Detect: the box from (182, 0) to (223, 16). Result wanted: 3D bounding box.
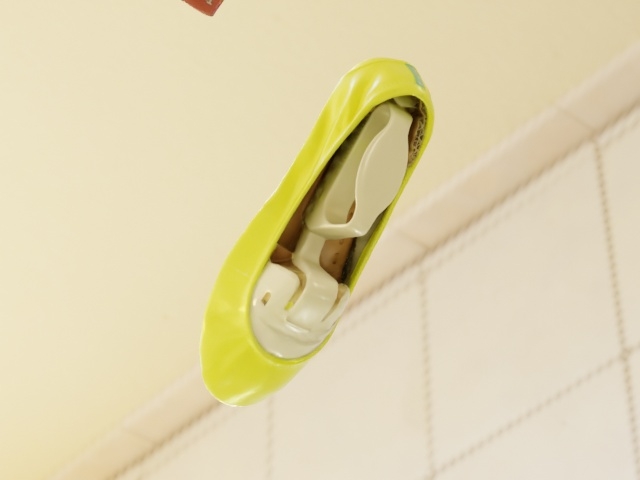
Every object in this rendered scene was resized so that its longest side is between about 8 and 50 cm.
[{"bbox_3d":[-0.119,-0.247,0.940,0.123,0.257,0.128,-55,7,38],"label":"box"}]

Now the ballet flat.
[{"bbox_3d":[0.000,0.000,1.086,0.231,0.077,0.077,-62,26,4],"label":"ballet flat"}]
